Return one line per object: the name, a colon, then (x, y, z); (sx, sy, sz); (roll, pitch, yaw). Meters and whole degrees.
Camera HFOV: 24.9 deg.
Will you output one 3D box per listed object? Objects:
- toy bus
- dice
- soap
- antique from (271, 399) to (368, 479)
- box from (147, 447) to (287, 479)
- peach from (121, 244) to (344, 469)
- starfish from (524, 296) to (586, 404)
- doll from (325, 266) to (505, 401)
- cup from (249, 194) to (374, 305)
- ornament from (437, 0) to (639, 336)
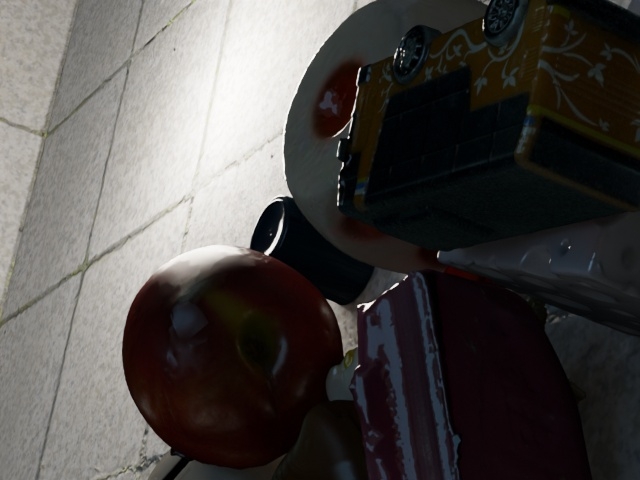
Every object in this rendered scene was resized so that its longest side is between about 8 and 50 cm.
toy bus: (0.138, -0.088, 1.159); (0.275, 0.139, 0.167); (-13, 62, 59)
dice: (0.123, -0.115, 1.632); (0.259, 0.251, 0.243); (-42, 38, 43)
soap: (0.143, 0.200, 1.322); (0.127, 0.220, 0.324); (-25, 62, 42)
antique: (0.022, 0.318, 1.605); (0.223, 0.129, 0.278); (16, 98, 57)
box: (-0.129, 0.384, 1.870); (0.288, 0.141, 0.349); (-51, 31, 35)
peach: (-0.122, 0.147, 1.813); (0.338, 0.281, 0.281); (149, 136, -67)
starfish: (0.190, 0.136, 1.444); (0.053, 0.150, 0.209); (-42, -30, -68)
doll: (0.120, 0.093, 1.600); (0.099, 0.188, 0.384); (53, 135, 16)
cup: (-0.004, -0.004, 1.917); (0.150, 0.138, 0.113); (-60, 27, 18)
ornament: (0.289, -0.051, 1.270); (0.240, 0.239, 0.239); (4, 74, 64)
